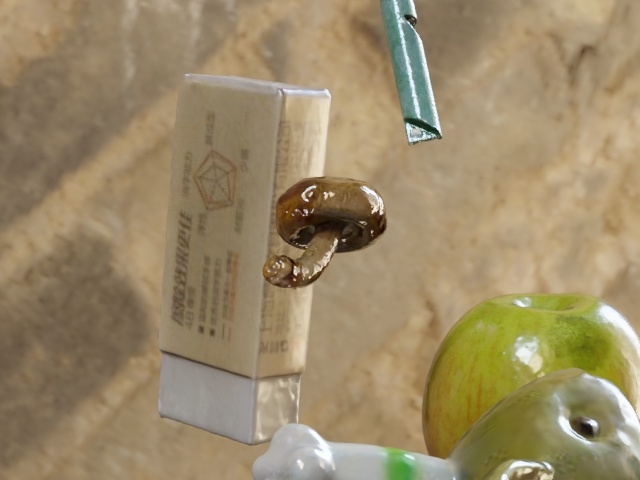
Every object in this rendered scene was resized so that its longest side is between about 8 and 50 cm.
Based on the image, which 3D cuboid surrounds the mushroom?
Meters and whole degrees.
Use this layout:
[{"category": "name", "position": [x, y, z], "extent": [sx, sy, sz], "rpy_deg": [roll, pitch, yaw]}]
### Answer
[{"category": "mushroom", "position": [-0.003, -0.011, 1.421], "extent": [0.129, 0.088, 0.072], "rpy_deg": [-32, -73, -50]}]

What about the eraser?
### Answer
[{"category": "eraser", "position": [-0.076, 0.016, 1.808], "extent": [0.078, 0.144, 0.343], "rpy_deg": [-3, -78, -47]}]

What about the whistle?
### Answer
[{"category": "whistle", "position": [0.091, -0.182, 1.919], "extent": [0.039, 0.039, 0.186], "rpy_deg": [28, -135, -51]}]

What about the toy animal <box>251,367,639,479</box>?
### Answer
[{"category": "toy animal", "position": [0.158, 0.143, 1.052], "extent": [0.363, 0.181, 0.180], "rpy_deg": [32, -114, -26]}]

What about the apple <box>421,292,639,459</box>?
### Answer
[{"category": "apple", "position": [0.179, 0.131, 1.543], "extent": [0.196, 0.196, 0.196], "rpy_deg": [-24, -55, -39]}]
